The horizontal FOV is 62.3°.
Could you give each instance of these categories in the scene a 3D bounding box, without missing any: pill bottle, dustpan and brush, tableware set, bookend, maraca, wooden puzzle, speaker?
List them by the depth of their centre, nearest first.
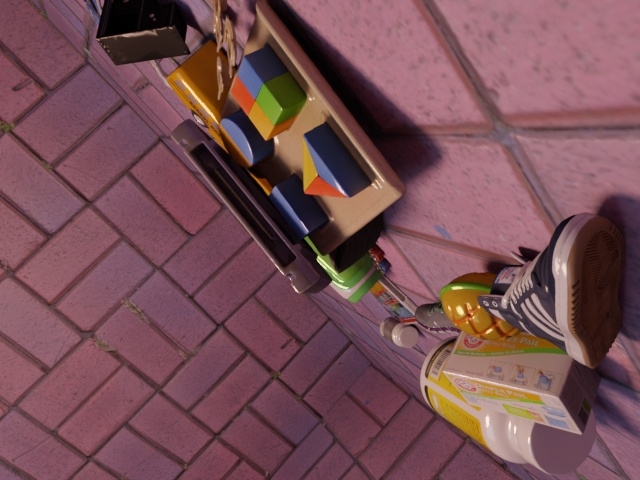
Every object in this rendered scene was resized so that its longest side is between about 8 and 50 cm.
[{"bbox_3d":[-0.149,-0.307,0.795,0.141,0.020,0.168,127,133,-67],"label":"tableware set"},{"bbox_3d":[0.274,0.105,0.808,0.186,0.099,0.127,13,155,19],"label":"maraca"},{"bbox_3d":[-0.050,-0.135,0.827,0.322,0.080,0.348,53,157,3],"label":"wooden puzzle"},{"bbox_3d":[-0.329,-0.428,1.014,0.157,0.156,0.072,-4,155,10],"label":"bookend"},{"bbox_3d":[0.355,0.314,1.042,0.188,0.188,0.334,47,170,-16],"label":"pill bottle"},{"bbox_3d":[-0.417,-0.460,1.308,0.211,0.060,0.147,44,170,2],"label":"dustpan and brush"},{"bbox_3d":[0.016,0.019,1.346,0.296,0.131,0.131,44,170,4],"label":"speaker"},{"bbox_3d":[0.247,0.288,1.654,0.078,0.078,0.137,47,170,-14],"label":"pill bottle"}]

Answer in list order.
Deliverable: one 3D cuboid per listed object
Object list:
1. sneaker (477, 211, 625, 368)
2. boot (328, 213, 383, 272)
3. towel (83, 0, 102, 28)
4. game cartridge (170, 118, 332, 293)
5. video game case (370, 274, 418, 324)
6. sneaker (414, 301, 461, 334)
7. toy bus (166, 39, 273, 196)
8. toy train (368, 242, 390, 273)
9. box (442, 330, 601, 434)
[{"bbox_3d":[0.257,0.046,0.619,0.153,0.099,0.282,33,167,41],"label":"sneaker"},{"bbox_3d":[0.009,-0.091,1.033,0.223,0.118,0.338,43,156,23],"label":"boot"},{"bbox_3d":[-0.521,-0.580,1.052,0.336,0.040,0.243,63,167,-8],"label":"towel"},{"bbox_3d":[-0.111,-0.052,0.975,0.355,0.068,0.230,50,-174,8],"label":"game cartridge"},{"bbox_3d":[0.165,0.128,1.490,0.285,0.025,0.204,44,169,4],"label":"video game case"},{"bbox_3d":[0.261,0.133,1.045,0.224,0.083,0.098,4,129,58],"label":"sneaker"},{"bbox_3d":[-0.157,-0.233,1.083,0.332,0.108,0.130,49,166,-24],"label":"toy bus"},{"bbox_3d":[0.130,0.029,1.240,0.036,0.027,0.158,21,156,40],"label":"toy train"},{"bbox_3d":[0.324,0.220,0.868,0.203,0.103,0.114,0,138,49],"label":"box"}]
